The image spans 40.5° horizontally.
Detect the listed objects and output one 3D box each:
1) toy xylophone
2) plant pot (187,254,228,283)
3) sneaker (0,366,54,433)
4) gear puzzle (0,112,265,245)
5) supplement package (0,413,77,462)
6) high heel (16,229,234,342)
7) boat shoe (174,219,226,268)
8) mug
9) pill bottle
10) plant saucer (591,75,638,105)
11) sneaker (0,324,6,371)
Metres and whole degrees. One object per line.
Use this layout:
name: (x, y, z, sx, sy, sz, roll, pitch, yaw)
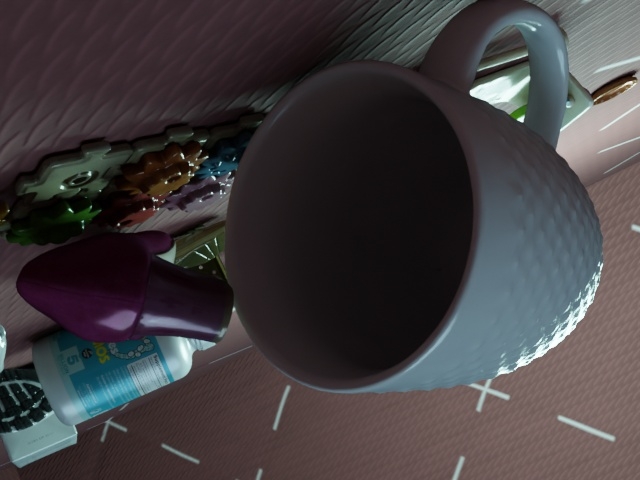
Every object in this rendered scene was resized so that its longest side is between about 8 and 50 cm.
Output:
toy xylophone: (0.175, -0.140, 1.032, 0.322, 0.081, 0.236, -24, 170, -9)
plant pot: (-0.172, 0.055, 1.259, 0.081, 0.081, 0.083, -25, -177, 1)
sneaker: (-0.508, 0.275, 1.546, 0.300, 0.111, 0.121, -13, 170, -44)
gear puzzle: (-0.193, -0.036, 0.773, 0.339, 0.044, 0.175, -17, 168, -39)
supplement package: (-0.599, 0.383, 1.819, 0.139, 0.134, 0.244, -21, 170, -21)
high heel: (-0.231, 0.032, 0.871, 0.181, 0.127, 0.377, 15, 171, -26)
boat shoe: (-0.179, 0.011, 1.112, 0.153, 0.048, 0.056, -31, 159, -3)
mug: (0.134, -0.042, 0.824, 0.276, 0.374, 0.328, 25, -169, 40)
pill bottle: (-0.305, 0.176, 1.372, 0.264, 0.146, 0.146, -23, 171, -12)
plant saucer: (0.482, -0.249, 1.432, 0.083, 0.013, 0.083, -24, 170, -4)
sneaker: (-0.416, 0.118, 1.001, 0.091, 0.094, 0.258, -48, -178, -26)
